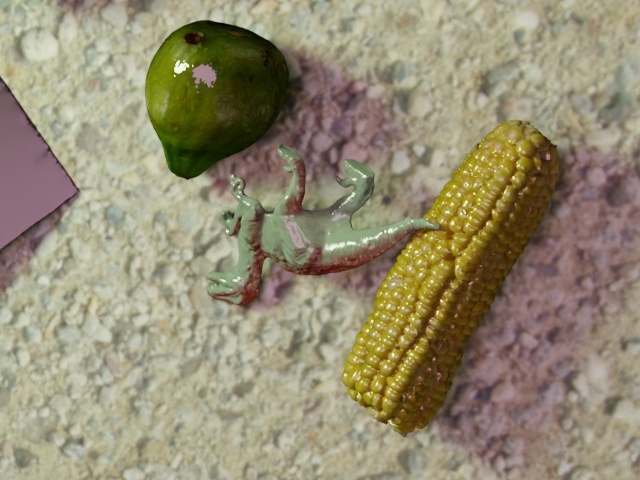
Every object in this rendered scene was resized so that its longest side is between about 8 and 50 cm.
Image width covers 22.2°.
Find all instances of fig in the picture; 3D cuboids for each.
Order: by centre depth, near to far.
[{"bbox_3d":[-0.101,-0.116,1.443,0.123,0.123,0.156,27,114,15],"label":"fig"}]

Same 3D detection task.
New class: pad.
[{"bbox_3d":[-0.376,-0.043,1.573,0.245,0.006,0.170,-37,82,5],"label":"pad"}]

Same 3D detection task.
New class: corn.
[{"bbox_3d":[0.113,0.029,1.387,0.101,0.101,0.291,33,105,14],"label":"corn"}]

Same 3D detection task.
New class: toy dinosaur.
[{"bbox_3d":[0.000,0.000,1.424,0.242,0.053,0.167,14,112,29],"label":"toy dinosaur"}]
